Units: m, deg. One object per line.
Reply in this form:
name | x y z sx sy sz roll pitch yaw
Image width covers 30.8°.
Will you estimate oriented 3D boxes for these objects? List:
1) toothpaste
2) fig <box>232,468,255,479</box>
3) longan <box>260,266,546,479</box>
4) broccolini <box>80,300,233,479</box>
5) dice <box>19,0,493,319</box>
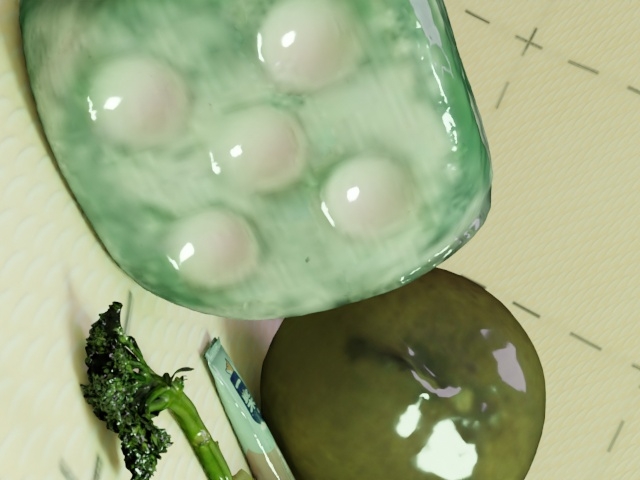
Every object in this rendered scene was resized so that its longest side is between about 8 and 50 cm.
toothpaste | -0.066 0.195 1.160 0.056 0.036 0.205 -71 138 -75
fig | -0.005 0.315 1.061 0.257 0.159 0.159 52 8 7
longan | 0.087 0.171 1.265 0.319 0.319 0.319 -18 90 -80
broccolini | -0.114 0.163 0.927 0.271 0.062 0.123 63 24 -54
dice | -0.043 -0.148 1.036 0.328 0.330 0.348 -90 158 -57
